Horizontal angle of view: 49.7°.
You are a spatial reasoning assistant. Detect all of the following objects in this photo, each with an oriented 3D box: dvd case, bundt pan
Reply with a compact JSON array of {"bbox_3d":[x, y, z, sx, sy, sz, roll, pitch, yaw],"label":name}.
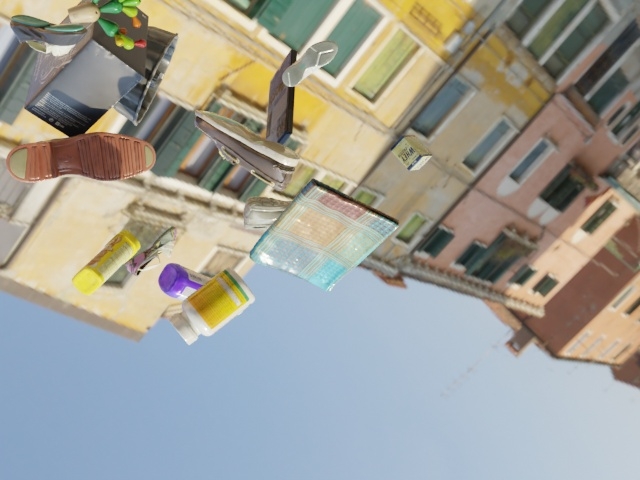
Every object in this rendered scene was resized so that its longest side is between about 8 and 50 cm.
[{"bbox_3d":[-0.108,-0.366,1.875,0.022,0.180,0.252,10,-111,-21],"label":"dvd case"},{"bbox_3d":[-0.583,-0.544,2.232,0.124,0.330,0.330,25,-160,-13],"label":"bundt pan"}]

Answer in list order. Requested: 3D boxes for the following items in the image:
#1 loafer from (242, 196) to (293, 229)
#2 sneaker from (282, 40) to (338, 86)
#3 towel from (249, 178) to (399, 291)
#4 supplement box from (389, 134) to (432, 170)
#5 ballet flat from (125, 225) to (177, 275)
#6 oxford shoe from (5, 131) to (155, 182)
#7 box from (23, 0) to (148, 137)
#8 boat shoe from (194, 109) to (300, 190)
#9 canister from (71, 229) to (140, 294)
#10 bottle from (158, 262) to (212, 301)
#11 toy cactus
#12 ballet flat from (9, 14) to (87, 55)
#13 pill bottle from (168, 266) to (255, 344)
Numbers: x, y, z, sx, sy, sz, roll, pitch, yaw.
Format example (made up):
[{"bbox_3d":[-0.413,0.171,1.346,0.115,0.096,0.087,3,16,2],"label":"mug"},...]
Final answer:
[{"bbox_3d":[-0.096,-0.072,2.265,0.320,0.111,0.112,6,-156,-13],"label":"loafer"},{"bbox_3d":[-0.023,-0.417,1.601,0.053,0.152,0.061,54,-154,-14],"label":"sneaker"},{"bbox_3d":[0.000,0.000,1.839,0.272,0.370,0.040,24,-131,-19],"label":"towel"},{"bbox_3d":[0.254,-0.245,1.925,0.083,0.056,0.083,50,-151,14],"label":"supplement box"},{"bbox_3d":[-0.570,0.045,2.399,0.079,0.221,0.077,48,169,12],"label":"ballet flat"},{"bbox_3d":[-0.679,-0.246,1.979,0.397,0.140,0.146,-2,-167,-18],"label":"oxford shoe"},{"bbox_3d":[-0.671,-0.524,2.004,0.179,0.313,0.343,36,-150,-39],"label":"box"},{"bbox_3d":[-0.201,-0.234,1.752,0.325,0.096,0.117,30,-159,21],"label":"boat shoe"},{"bbox_3d":[-0.580,0.061,1.866,0.073,0.126,0.170,47,-137,-11],"label":"canister"},{"bbox_3d":[-0.353,0.157,2.102,0.283,0.092,0.118,28,-175,-42],"label":"bottle"},{"bbox_3d":[-0.534,-0.572,1.725,0.112,0.181,0.218,-119,16,-45],"label":"toy cactus"},{"bbox_3d":[-0.557,-0.421,1.431,0.203,0.074,0.074,16,-173,24],"label":"ballet flat"},{"bbox_3d":[-0.284,0.173,1.795,0.117,0.208,0.117,48,167,15],"label":"pill bottle"}]
